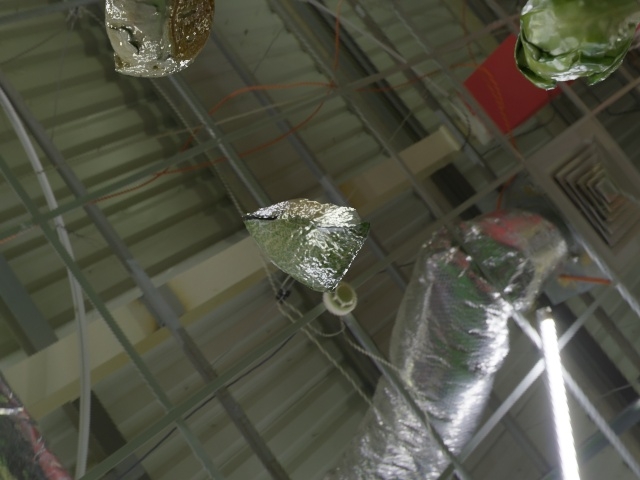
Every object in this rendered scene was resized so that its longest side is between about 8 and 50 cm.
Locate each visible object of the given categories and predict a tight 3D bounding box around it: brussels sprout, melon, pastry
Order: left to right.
[{"bbox_3d":[-0.192,-0.270,0.765,0.088,0.165,0.165,19,-128,14],"label":"pastry"},{"bbox_3d":[-0.001,0.005,0.794,0.093,0.203,0.139,-36,-60,-34],"label":"melon"},{"bbox_3d":[0.558,-0.457,1.396,0.259,0.294,0.227,-6,-110,-57],"label":"brussels sprout"}]
